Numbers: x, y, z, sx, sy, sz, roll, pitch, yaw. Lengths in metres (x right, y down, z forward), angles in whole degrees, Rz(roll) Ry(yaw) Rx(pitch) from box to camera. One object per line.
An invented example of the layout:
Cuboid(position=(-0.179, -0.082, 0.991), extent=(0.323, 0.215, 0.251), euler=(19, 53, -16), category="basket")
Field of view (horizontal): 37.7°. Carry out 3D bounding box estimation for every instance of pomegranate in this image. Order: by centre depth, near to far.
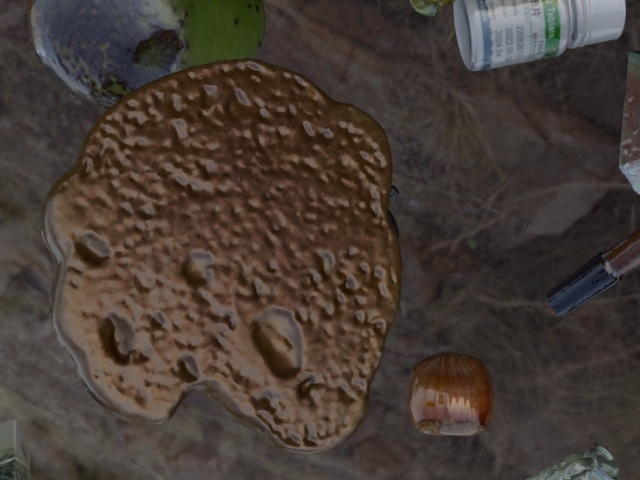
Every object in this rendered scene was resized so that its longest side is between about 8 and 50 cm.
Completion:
Cuboid(position=(-0.222, -0.219, 1.153), extent=(0.285, 0.285, 0.340), euler=(19, 113, 20), category="pomegranate")

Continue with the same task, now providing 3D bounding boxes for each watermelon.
Cuboid(position=(0.513, -0.146, 1.326), extent=(0.213, 0.201, 0.261), euler=(29, -160, -45), category="watermelon")

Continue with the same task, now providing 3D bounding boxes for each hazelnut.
Cuboid(position=(0.225, 0.268, 1.627), extent=(0.150, 0.150, 0.150), euler=(22, 147, 15), category="hazelnut")

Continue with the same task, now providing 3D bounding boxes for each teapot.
Cuboid(position=(0.400, 0.414, 1.587), extent=(0.107, 0.077, 0.200), euler=(20, 132, -41), category="teapot")

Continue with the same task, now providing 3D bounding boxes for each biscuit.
Cuboid(position=(-0.075, 0.020, 0.879), extent=(0.074, 0.359, 0.381), euler=(149, 101, -74), category="biscuit")

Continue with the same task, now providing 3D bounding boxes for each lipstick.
Cuboid(position=(0.640, 0.023, 1.933), extent=(0.077, 0.077, 0.418), euler=(40, 123, -13), category="lipstick")

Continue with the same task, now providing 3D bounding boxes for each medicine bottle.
Cuboid(position=(0.331, -0.343, 1.429), extent=(0.237, 0.139, 0.139), euler=(-9, 141, 1), category="medicine bottle")

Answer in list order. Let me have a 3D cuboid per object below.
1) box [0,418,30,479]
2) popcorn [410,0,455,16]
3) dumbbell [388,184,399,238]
Cuboid(position=(-0.449, 0.350, 1.157), extent=(0.164, 0.256, 0.069), euler=(-14, 125, -7), category="box")
Cuboid(position=(0.164, -0.413, 1.337), extent=(0.173, 0.173, 0.142), euler=(-11, 126, 48), category="popcorn")
Cuboid(position=(0.000, 0.000, 1.933), extent=(0.388, 0.185, 0.185), euler=(-34, 116, 19), category="dumbbell")
